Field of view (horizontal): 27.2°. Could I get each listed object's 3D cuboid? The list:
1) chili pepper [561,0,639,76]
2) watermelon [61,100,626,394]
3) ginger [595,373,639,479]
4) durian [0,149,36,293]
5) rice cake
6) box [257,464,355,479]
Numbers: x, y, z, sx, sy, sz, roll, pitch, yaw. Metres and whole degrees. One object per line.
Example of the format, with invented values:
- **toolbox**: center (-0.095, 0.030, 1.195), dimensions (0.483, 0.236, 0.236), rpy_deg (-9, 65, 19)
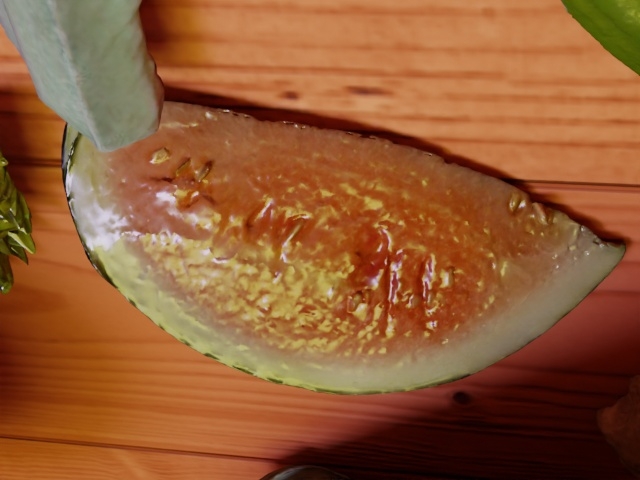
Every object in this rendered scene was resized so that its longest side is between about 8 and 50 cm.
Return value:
- **chili pepper**: center (0.119, -0.077, 0.433), dimensions (0.202, 0.050, 0.052), rpy_deg (30, 176, -23)
- **watermelon**: center (0.000, 0.002, 0.563), dimensions (0.245, 0.063, 0.119), rpy_deg (18, 129, -5)
- **ginger**: center (0.215, 0.103, 0.628), dimensions (0.174, 0.051, 0.069), rpy_deg (8, 129, -5)
- **durian**: center (-0.294, -0.010, 0.614), dimensions (0.352, 0.158, 0.169), rpy_deg (6, 107, 9)
- **rice cake**: center (-0.105, -0.147, 0.413), dimensions (0.081, 0.051, 0.290), rpy_deg (33, 152, 32)
- **box**: center (0.145, 0.244, 0.625), dimensions (0.352, 0.177, 0.344), rpy_deg (26, 164, -15)
